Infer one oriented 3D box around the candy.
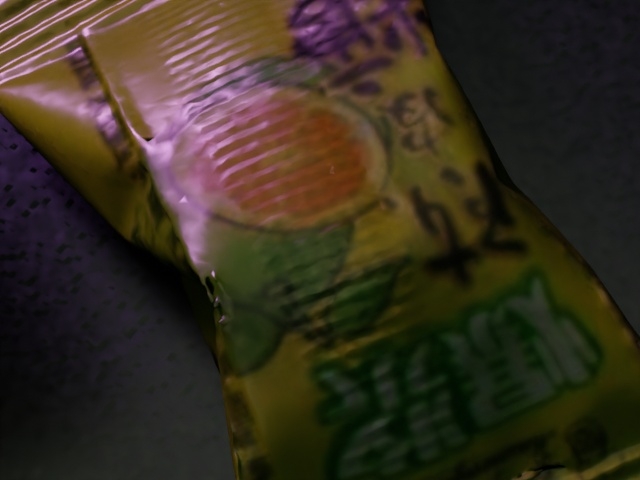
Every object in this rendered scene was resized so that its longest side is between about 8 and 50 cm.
[{"bbox_3d":[0.000,0.000,0.510,0.149,0.069,0.246,-25,72,-6],"label":"candy"}]
